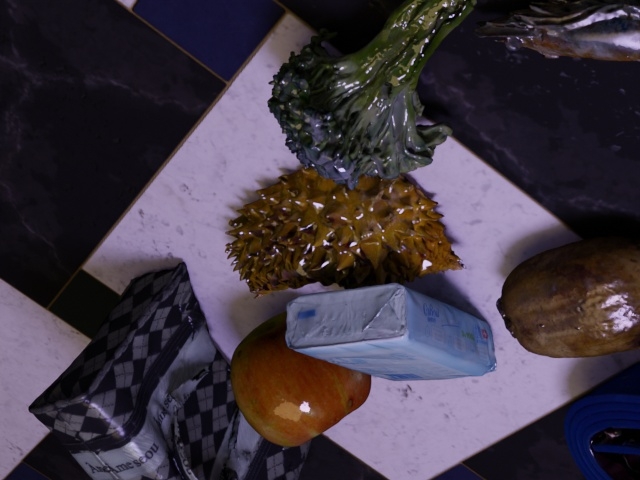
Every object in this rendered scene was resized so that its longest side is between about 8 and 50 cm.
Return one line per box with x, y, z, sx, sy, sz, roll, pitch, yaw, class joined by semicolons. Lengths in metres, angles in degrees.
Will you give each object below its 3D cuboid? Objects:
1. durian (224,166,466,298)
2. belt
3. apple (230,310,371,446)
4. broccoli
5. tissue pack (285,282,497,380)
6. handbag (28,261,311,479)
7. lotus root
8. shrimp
-0.001;-0.001;1.496;0.341;0.112;0.191;-6;131;32;durian
0.459;0.262;1.426;0.347;0.117;0.213;3;113;58;belt
-0.032;0.191;1.646;0.195;0.196;0.196;13;136;13;apple
0.083;-0.160;1.279;0.274;0.177;0.199;-25;113;28;broccoli
0.096;0.122;1.508;0.177;0.089;0.263;-9;160;31;tissue pack
-0.192;0.275;1.727;0.180;0.317;0.416;-18;118;38;handbag
0.333;0.066;1.392;0.260;0.128;0.145;-19;112;36;lotus root
0.296;-0.250;1.157;0.295;0.058;0.169;5;124;19;shrimp
